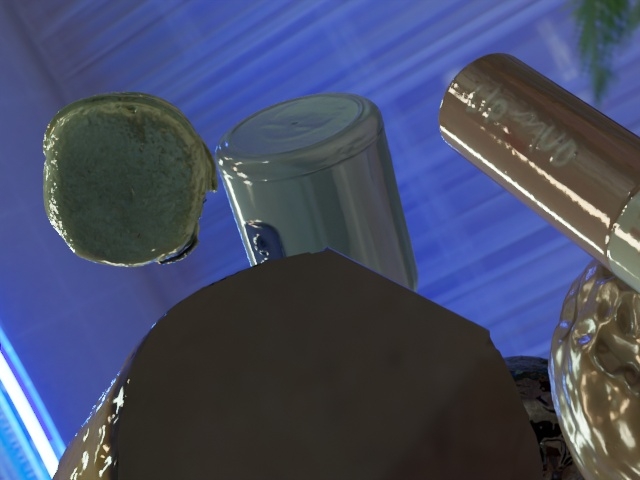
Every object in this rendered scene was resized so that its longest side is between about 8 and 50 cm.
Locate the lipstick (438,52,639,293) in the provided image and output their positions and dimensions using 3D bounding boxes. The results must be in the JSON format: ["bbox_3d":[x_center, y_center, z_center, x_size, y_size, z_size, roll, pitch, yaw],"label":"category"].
[{"bbox_3d":[0.165,-0.024,0.761,0.070,0.070,0.254,32,-172,-45],"label":"lipstick"}]

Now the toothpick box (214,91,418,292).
[{"bbox_3d":[0.000,0.000,1.921,0.263,0.263,0.354,-66,-36,-57],"label":"toothpick box"}]

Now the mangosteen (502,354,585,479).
[{"bbox_3d":[0.222,0.264,1.518,0.287,0.233,0.287,-7,-90,-71],"label":"mangosteen"}]

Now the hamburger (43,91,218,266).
[{"bbox_3d":[-0.144,-0.046,1.025,0.062,0.133,0.140,-64,-14,-67],"label":"hamburger"}]

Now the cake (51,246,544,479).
[{"bbox_3d":[-0.019,0.130,0.608,0.208,0.178,0.185,-30,-107,-29],"label":"cake"}]

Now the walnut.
[{"bbox_3d":[0.311,0.101,1.051,0.273,0.227,0.273,19,-126,-27],"label":"walnut"}]
